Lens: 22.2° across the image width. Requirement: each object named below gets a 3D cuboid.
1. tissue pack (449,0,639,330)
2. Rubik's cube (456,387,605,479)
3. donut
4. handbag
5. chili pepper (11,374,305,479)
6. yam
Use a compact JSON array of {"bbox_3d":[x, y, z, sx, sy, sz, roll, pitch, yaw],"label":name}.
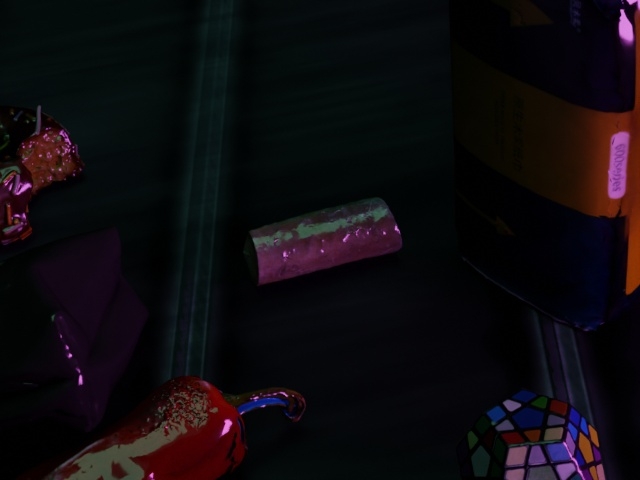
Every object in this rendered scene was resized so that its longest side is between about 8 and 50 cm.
[{"bbox_3d":[0.290,-0.160,1.673,0.264,0.417,0.253,-29,41,-30],"label":"tissue pack"},{"bbox_3d":[0.186,0.198,1.443,0.133,0.112,0.133,-3,34,2],"label":"Rubik's cube"},{"bbox_3d":[-0.405,-0.088,1.955,0.216,0.096,0.230,15,40,27],"label":"donut"},{"bbox_3d":[-0.334,0.103,1.596,0.288,0.152,0.342,-17,14,7],"label":"handbag"},{"bbox_3d":[-0.179,0.211,1.484,0.387,0.110,0.110,-29,41,-24],"label":"chili pepper"},{"bbox_3d":[0.000,0.000,1.797,0.169,0.068,0.068,-13,35,-11],"label":"yam"}]
